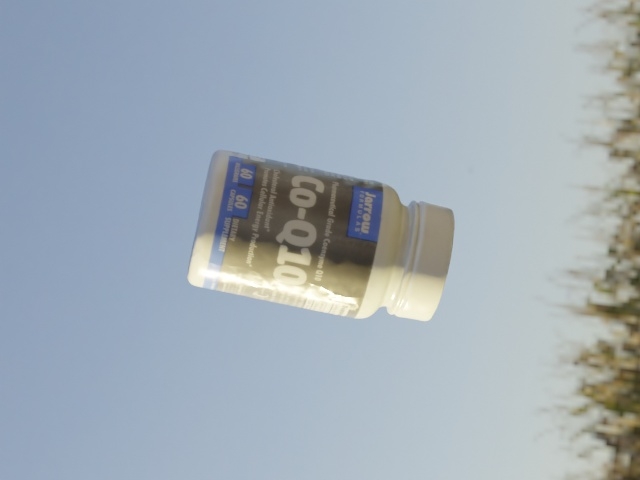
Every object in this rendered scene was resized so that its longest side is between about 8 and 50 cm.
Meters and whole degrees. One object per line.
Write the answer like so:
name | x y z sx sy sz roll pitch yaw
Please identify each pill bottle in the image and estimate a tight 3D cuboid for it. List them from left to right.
pill bottle | 0.000 0.000 0.898 0.078 0.137 0.078 -169 90 -85
